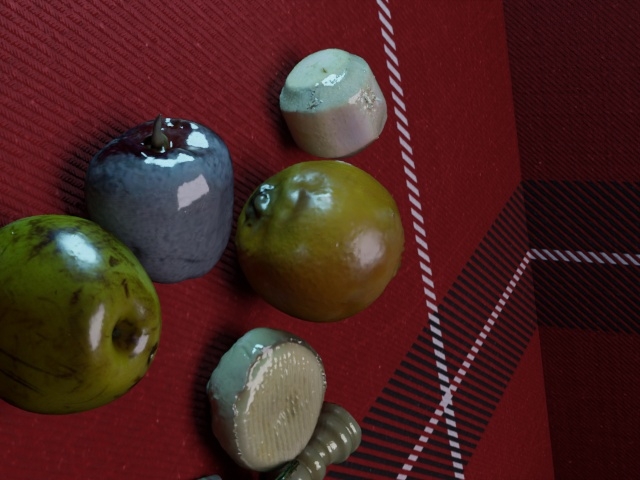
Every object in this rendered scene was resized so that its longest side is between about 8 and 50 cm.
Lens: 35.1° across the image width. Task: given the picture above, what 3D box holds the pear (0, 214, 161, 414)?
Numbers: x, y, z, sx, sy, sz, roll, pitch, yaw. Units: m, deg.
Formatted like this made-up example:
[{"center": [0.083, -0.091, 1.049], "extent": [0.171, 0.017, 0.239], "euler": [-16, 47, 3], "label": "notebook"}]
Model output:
[{"center": [-0.348, 0.101, 1.372], "extent": [0.283, 0.283, 0.284], "euler": [-11, 102, -61], "label": "pear"}]

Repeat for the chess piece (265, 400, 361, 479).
[{"center": [-0.026, 0.468, 2.167], "extent": [0.243, 0.133, 0.133], "euler": [-41, 129, -45], "label": "chess piece"}]

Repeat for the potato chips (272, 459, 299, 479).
[{"center": [-0.113, 0.492, 1.959], "extent": [0.202, 0.029, 0.220], "euler": [-34, 167, -33], "label": "potato chips"}]

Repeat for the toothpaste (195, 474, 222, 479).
[{"center": [-0.252, 0.464, 1.831], "extent": [0.205, 0.036, 0.056], "euler": [-3, 95, -58], "label": "toothpaste"}]

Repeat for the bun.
[{"center": [-0.115, 0.303, 1.954], "extent": [0.287, 0.146, 0.288], "euler": [-14, 109, -46], "label": "bun"}]

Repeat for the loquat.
[{"center": [0.000, 0.000, 1.951], "extent": [0.328, 0.328, 0.329], "euler": [-11, 102, -61], "label": "loquat"}]

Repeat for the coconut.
[{"center": [0.034, -0.271, 2.103], "extent": [0.234, 0.224, 0.224], "euler": [55, 45, -32], "label": "coconut"}]

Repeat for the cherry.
[{"center": [-0.245, -0.069, 1.593], "extent": [0.255, 0.218, 0.296], "euler": [-58, 146, -52], "label": "cherry"}]
